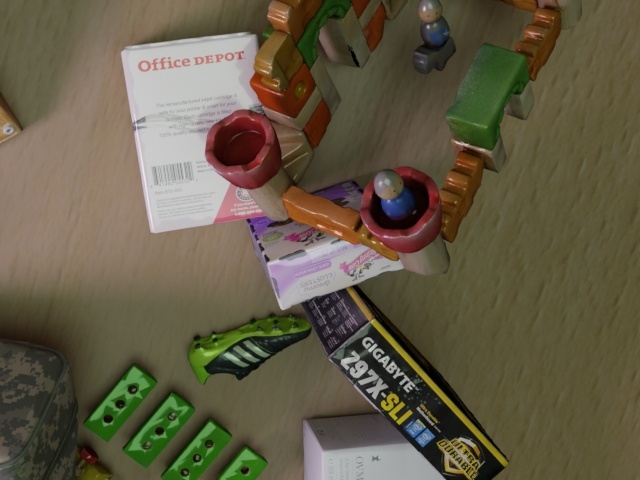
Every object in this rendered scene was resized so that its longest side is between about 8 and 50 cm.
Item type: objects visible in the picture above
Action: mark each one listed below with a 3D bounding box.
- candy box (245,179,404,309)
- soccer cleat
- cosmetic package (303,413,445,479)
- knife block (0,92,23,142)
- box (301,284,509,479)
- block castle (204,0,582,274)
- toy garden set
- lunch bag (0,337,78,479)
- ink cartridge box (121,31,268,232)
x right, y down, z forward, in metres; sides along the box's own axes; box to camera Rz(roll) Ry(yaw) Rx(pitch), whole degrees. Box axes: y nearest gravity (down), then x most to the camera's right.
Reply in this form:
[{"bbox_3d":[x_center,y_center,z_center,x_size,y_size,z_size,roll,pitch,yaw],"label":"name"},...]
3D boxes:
[{"bbox_3d":[0.000,0.000,1.287,0.164,0.196,0.070,-18,112,-6],"label":"candy box"},{"bbox_3d":[-0.096,0.153,1.380,0.178,0.060,0.072,-14,113,0],"label":"soccer cleat"},{"bbox_3d":[0.098,0.373,1.409,0.224,0.138,0.224,-4,100,-13],"label":"cosmetic package"},{"bbox_3d":[-0.499,-0.261,1.219,0.088,0.242,0.276,-29,150,-2],"label":"knife block"},{"bbox_3d":[0.093,0.164,1.275,0.079,0.322,0.257,-41,105,1],"label":"box"},{"bbox_3d":[0.093,-0.212,1.143,0.303,0.213,0.453,22,74,27],"label":"block castle"},{"bbox_3d":[-0.234,0.317,1.393,0.244,0.049,0.204,40,91,-16],"label":"toy garden set"},{"bbox_3d":[-0.458,0.268,1.239,0.305,0.213,0.256,7,133,2],"label":"lunch bag"},{"bbox_3d":[-0.156,-0.144,1.283,0.171,0.100,0.237,-9,104,-8],"label":"ink cartridge box"}]
